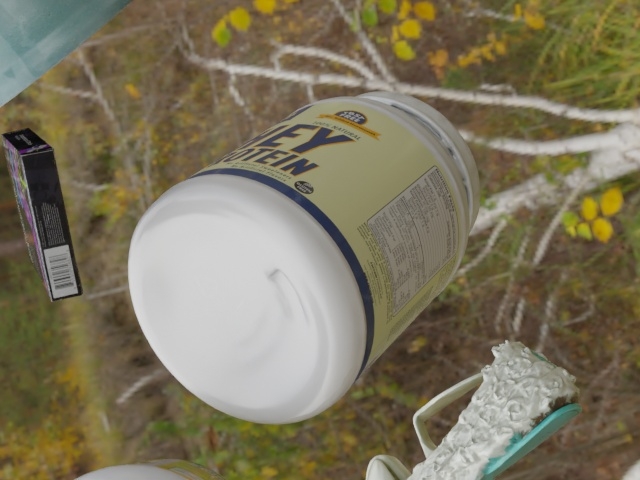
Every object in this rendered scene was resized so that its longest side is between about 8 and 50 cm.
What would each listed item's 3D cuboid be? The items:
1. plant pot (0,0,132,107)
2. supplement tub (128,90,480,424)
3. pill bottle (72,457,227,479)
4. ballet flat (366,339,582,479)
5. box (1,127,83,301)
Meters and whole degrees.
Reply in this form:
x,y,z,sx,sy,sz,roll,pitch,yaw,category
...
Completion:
x,y,z,sx,sy,sz,roll,pitch,yaw,category
-0.375,-0.289,1.307,0.196,0.293,0.293,52,166,-19,plant pot
0.000,0.000,1.071,0.235,0.325,0.235,15,121,26,supplement tub
-0.148,0.277,0.919,0.334,0.188,0.188,87,165,-80,pill bottle
0.142,0.280,1.359,0.409,0.147,0.147,-47,45,12,ballet flat
-0.227,-0.025,0.907,0.162,0.029,0.116,-150,50,-68,box
